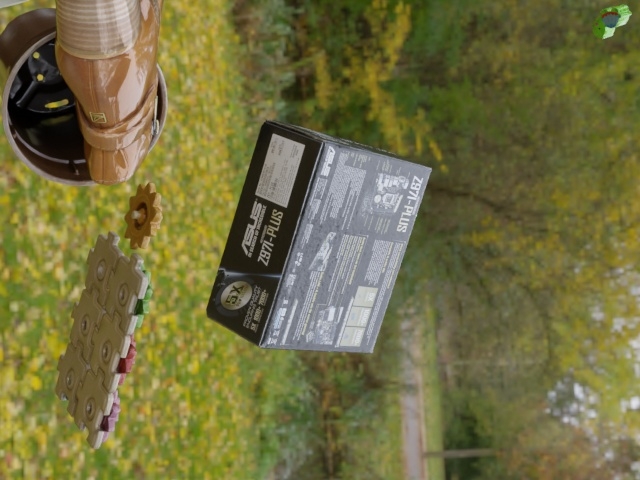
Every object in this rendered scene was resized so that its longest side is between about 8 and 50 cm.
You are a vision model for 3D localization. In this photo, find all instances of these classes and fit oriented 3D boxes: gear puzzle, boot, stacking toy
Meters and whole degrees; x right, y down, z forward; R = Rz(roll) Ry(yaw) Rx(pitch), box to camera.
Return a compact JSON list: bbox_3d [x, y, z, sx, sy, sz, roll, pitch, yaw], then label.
[{"bbox_3d":[-0.260,0.083,1.335,0.175,0.044,0.338,35,-69,51],"label":"gear puzzle"},{"bbox_3d":[-0.177,-0.207,0.971,0.283,0.109,0.220,-92,-177,-50],"label":"boot"},{"bbox_3d":[0.426,-0.254,1.117,0.221,0.167,0.052,5,-67,60],"label":"stacking toy"}]

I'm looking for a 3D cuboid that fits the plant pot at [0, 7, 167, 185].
[{"bbox_3d":[-0.267,-0.165,1.089,0.165,0.167,0.166,43,-31,51],"label":"plant pot"}]

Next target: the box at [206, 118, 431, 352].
[{"bbox_3d":[0.000,0.000,0.902,0.147,0.078,0.180,8,102,-47],"label":"box"}]

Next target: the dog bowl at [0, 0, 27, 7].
[{"bbox_3d":[-0.564,-0.449,1.508,0.408,0.408,0.150,-4,85,-83],"label":"dog bowl"}]
